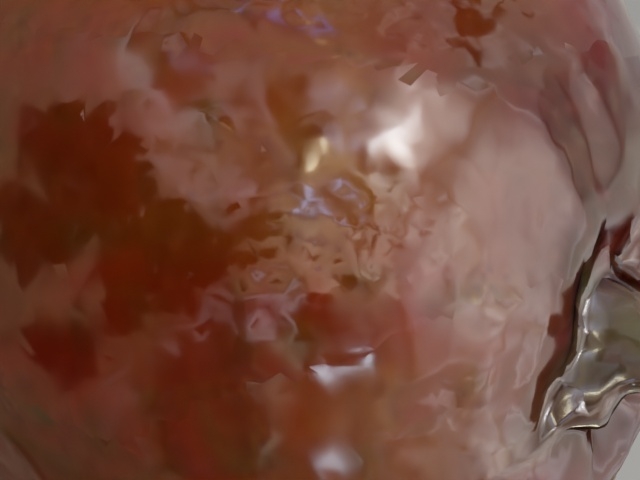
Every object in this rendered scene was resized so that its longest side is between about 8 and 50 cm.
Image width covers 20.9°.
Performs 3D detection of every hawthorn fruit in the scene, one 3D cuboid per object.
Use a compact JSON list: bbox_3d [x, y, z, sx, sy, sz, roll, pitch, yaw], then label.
[{"bbox_3d":[0.000,0.000,0.449,0.215,0.250,0.215,-19,118,-40],"label":"hawthorn fruit"}]
